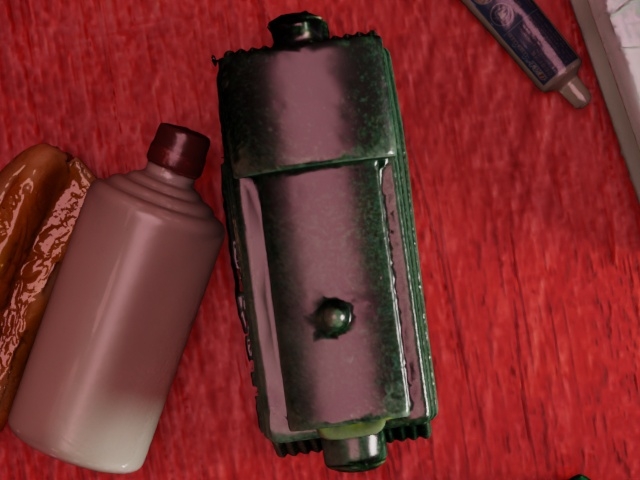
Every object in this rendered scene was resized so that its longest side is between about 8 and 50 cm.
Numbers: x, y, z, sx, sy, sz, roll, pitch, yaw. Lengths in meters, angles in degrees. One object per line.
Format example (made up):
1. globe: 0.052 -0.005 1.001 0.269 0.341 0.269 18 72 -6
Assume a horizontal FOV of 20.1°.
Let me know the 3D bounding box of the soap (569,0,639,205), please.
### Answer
1. soap: 0.276 -0.120 1.278 0.150 0.094 0.261 -19 88 2

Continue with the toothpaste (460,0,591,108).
1. toothpaste: 0.132 -0.174 1.314 0.057 0.035 0.197 -38 85 -8

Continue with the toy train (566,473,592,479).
1. toy train: 0.190 0.259 1.280 0.136 0.091 0.227 39 92 13

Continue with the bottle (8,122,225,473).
1. bottle: -0.135 0.035 1.275 0.104 0.104 0.245 21 95 2

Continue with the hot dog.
1. hot dog: -0.242 0.045 1.300 0.076 0.102 0.249 21 87 44

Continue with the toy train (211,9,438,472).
1. toy train: 0.000 0.000 1.245 0.139 0.178 0.330 -8 88 1
